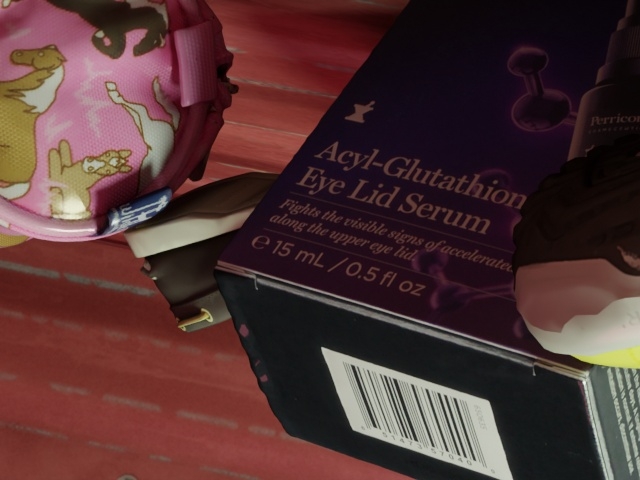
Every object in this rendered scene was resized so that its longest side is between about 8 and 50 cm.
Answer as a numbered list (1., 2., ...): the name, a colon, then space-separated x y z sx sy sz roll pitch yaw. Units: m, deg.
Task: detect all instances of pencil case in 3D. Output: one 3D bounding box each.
1. pencil case: -0.176 -0.072 1.080 0.167 0.160 0.386 43 165 -14

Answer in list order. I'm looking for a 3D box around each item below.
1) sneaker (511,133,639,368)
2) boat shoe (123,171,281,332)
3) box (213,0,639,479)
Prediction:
1. sneaker: 0.232 0.013 0.613 0.385 0.147 0.145 -6 179 -31
2. boat shoe: 0.000 0.000 0.908 0.228 0.068 0.081 -10 -161 47
3. box: 0.085 -0.012 0.715 0.153 0.207 0.108 15 145 30
